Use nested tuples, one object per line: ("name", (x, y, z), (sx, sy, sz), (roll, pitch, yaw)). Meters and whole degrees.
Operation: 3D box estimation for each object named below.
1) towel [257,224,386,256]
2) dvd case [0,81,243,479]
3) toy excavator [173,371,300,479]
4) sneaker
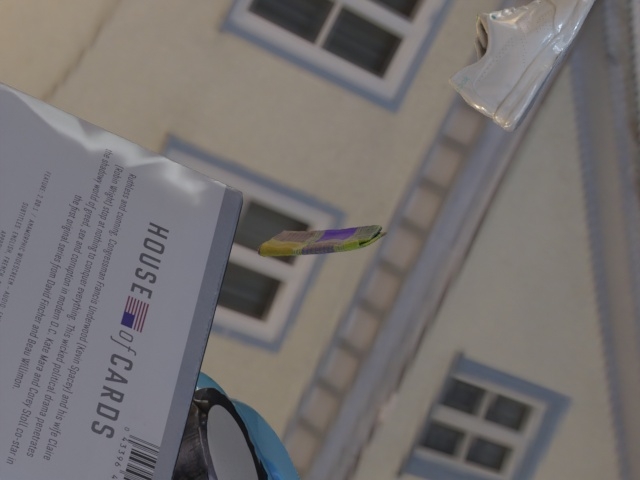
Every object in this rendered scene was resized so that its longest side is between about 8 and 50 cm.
("towel", (0.000, 0.000, 1.295), (0.083, 0.060, 0.009), (-3, -79, 24))
("dvd case", (-0.155, 0.005, 0.672), (0.029, 0.239, 0.179), (-48, -157, 47))
("toy excavator", (-0.067, 0.257, 1.339), (0.222, 0.432, 0.445), (-21, -167, 14))
("sneaker", (0.200, -0.206, 1.739), (0.212, 0.094, 0.080), (-54, 171, -34))
